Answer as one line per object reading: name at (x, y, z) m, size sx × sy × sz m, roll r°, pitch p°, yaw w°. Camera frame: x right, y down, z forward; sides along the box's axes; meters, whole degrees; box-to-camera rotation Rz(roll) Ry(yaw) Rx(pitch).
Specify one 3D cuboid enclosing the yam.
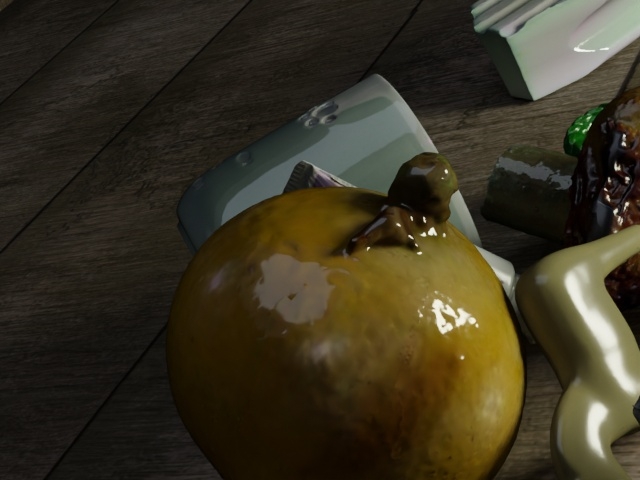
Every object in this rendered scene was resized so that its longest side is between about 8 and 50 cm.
yam at (0.304, -0.032, 1.557) m, size 0.259 × 0.106 × 0.106 m, roll 19°, pitch 47°, yaw 30°

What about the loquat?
loquat at (0.031, 0.083, 1.291) m, size 0.328 × 0.359 × 0.328 m, roll 19°, pitch 19°, yaw -7°

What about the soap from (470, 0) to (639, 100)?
soap at (0.370, -0.338, 2.073) m, size 0.347 × 0.115 × 0.208 m, roll -36°, pitch 26°, yaw -21°

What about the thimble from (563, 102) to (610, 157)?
thimble at (0.347, -0.099, 1.664) m, size 0.130 × 0.090 × 0.118 m, roll -9°, pitch 32°, yaw 33°

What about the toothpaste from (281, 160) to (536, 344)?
toothpaste at (0.093, 0.022, 1.460) m, size 0.073 × 0.299 × 0.114 m, roll -91°, pitch 24°, yaw -66°

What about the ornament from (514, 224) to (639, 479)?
ornament at (0.247, 0.116, 1.262) m, size 0.245 × 0.230 × 0.061 m, roll -19°, pitch -13°, yaw -41°

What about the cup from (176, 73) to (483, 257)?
cup at (0.000, 0.000, 1.648) m, size 0.274 × 0.259 × 0.356 m, roll -28°, pitch -6°, yaw -6°

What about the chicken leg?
chicken leg at (0.341, -0.066, 1.460) m, size 0.177 × 0.083 × 0.322 m, roll 11°, pitch 71°, yaw 20°

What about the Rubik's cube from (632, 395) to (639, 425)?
Rubik's cube at (0.383, 0.122, 1.038) m, size 0.205 × 0.207 × 0.205 m, roll 5°, pitch 51°, yaw 46°
